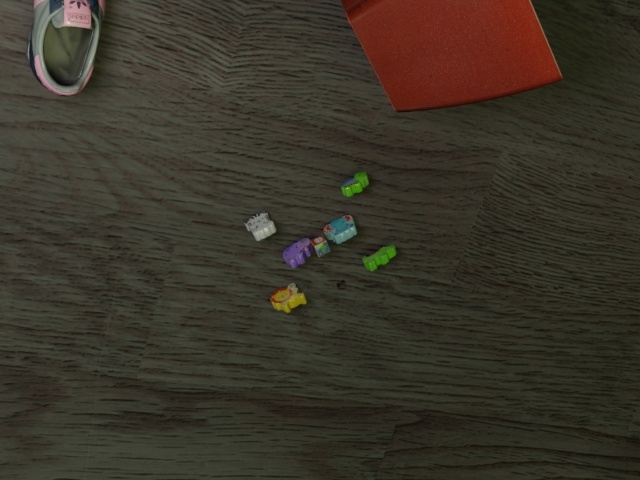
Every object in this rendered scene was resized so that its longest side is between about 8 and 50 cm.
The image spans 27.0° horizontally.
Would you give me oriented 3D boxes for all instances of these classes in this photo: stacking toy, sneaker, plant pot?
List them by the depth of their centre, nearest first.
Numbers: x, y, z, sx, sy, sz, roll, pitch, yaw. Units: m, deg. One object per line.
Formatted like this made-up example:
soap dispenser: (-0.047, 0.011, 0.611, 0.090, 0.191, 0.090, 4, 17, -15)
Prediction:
sneaker: (-0.322, -0.343, 1.772, 0.112, 0.131, 0.319, -1, 116, -21)
plant pot: (0.163, -0.339, 1.905, 0.235, 0.267, 0.267, -25, 123, 9)
stacking toy: (0.000, 0.000, 2.130, 0.221, 0.052, 0.167, -26, 124, -9)
